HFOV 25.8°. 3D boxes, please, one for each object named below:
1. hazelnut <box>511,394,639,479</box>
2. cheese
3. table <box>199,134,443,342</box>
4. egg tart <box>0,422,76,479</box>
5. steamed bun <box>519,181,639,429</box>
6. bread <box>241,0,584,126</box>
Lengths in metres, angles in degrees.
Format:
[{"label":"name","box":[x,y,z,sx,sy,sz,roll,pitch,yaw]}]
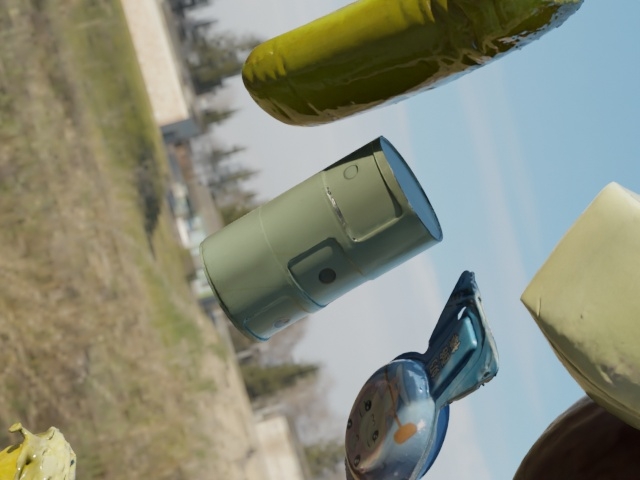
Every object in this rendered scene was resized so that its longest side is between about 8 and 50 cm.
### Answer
[{"label":"hazelnut","box":[0.402,0.341,1.519,0.353,0.421,0.421,-29,104,-70]},{"label":"cheese","box":[0.082,0.145,1.236,0.244,0.052,0.135,-57,-149,35]},{"label":"table","box":[0.000,0.000,1.426,0.126,0.220,0.126,55,14,-20]},{"label":"egg tart","box":[-0.401,0.398,1.657,0.388,0.169,0.388,-166,-90,-82]},{"label":"steamed bun","box":[0.321,0.075,1.356,0.250,0.200,0.155,43,11,29]},{"label":"bread","box":[0.097,-0.204,1.395,0.166,0.383,0.112,-36,105,-54]}]
